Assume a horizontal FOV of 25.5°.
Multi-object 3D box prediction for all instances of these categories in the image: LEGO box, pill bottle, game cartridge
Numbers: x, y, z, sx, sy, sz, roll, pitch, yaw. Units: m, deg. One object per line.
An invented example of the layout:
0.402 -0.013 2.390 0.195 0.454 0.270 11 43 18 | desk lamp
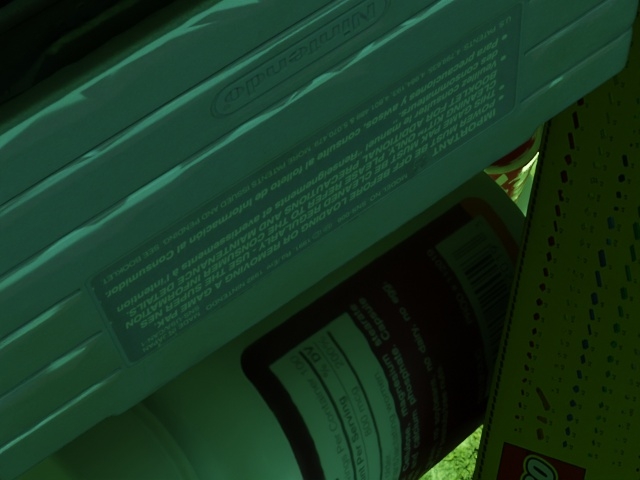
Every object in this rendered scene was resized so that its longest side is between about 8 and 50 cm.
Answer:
0.278 -0.017 0.950 0.372 0.193 0.500 -22 125 -62 | LEGO box
-0.038 0.100 0.933 0.392 0.224 0.224 -32 168 -40 | pill bottle
-0.017 -0.055 0.559 0.355 0.068 0.230 -33 158 -13 | game cartridge

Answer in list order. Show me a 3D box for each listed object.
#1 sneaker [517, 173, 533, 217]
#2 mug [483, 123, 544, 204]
0.140 -0.014 1.480 0.290 0.106 0.123 -33 172 -30 | sneaker
0.117 -0.047 1.173 0.169 0.113 0.150 106 9 -68 | mug
